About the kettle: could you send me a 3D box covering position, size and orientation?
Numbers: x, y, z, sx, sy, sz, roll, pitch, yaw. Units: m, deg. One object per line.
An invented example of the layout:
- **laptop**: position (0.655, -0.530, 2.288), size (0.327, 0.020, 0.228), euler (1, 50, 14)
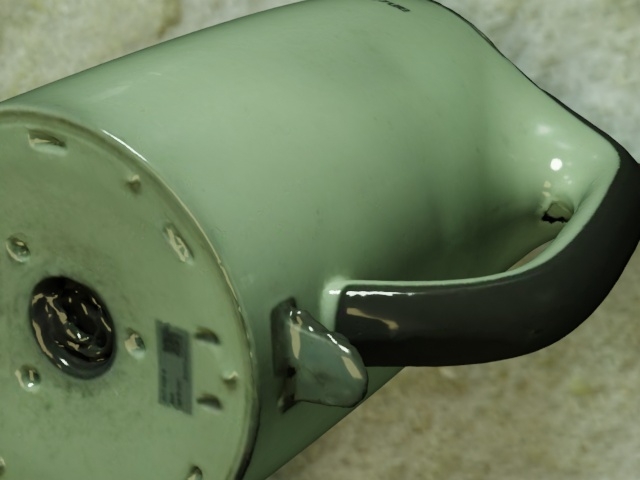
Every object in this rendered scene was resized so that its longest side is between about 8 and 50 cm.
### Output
- **kettle**: position (0.000, 0.000, 0.695), size (0.240, 0.255, 0.165), euler (11, 112, 31)
